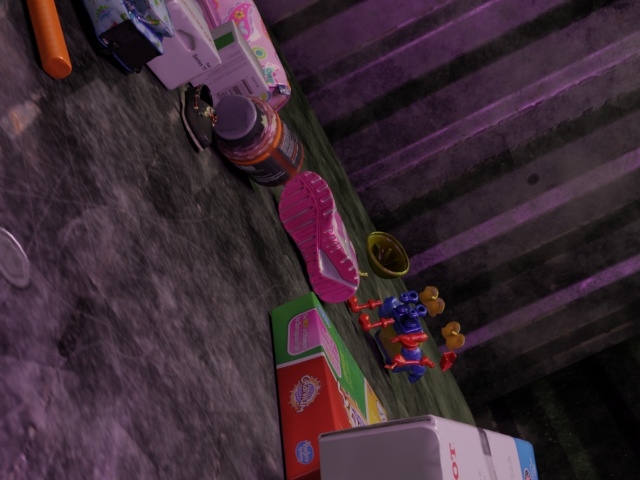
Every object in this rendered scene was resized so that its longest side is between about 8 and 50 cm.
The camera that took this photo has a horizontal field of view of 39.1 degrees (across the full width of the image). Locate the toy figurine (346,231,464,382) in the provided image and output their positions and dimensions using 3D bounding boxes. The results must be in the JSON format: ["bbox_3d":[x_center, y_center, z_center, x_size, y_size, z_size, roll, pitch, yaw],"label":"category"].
[{"bbox_3d":[0.138,0.184,1.923,0.217,0.191,0.362,100,-30,-46],"label":"toy figurine"}]

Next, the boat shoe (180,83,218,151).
[{"bbox_3d":[-0.166,-0.173,1.249,0.133,0.042,0.049,-105,169,-48],"label":"boat shoe"}]

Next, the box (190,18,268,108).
[{"bbox_3d":[-0.152,-0.269,1.416,0.102,0.101,0.087,58,10,-38],"label":"box"}]

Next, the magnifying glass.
[{"bbox_3d":[-0.273,-0.247,0.859,0.231,0.026,0.092,66,8,29],"label":"magnifying glass"}]

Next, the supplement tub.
[{"bbox_3d":[-0.099,-0.156,1.385,0.106,0.106,0.198,66,8,18],"label":"supplement tub"}]

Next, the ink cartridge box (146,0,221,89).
[{"bbox_3d":[-0.222,-0.327,1.197,0.208,0.087,0.153,68,8,30],"label":"ink cartridge box"}]

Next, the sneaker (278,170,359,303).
[{"bbox_3d":[0.000,0.000,1.603,0.111,0.103,0.252,51,21,-74],"label":"sneaker"}]

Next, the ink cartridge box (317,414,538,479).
[{"bbox_3d":[0.129,0.310,0.912,0.307,0.129,0.223,29,52,-56],"label":"ink cartridge box"}]

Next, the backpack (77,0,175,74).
[{"bbox_3d":[-0.221,-0.265,1.022,0.114,0.084,0.105,63,5,11],"label":"backpack"}]

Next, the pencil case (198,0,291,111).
[{"bbox_3d":[-0.152,-0.350,1.614,0.284,0.124,0.124,68,9,17],"label":"pencil case"}]

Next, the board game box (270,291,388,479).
[{"bbox_3d":[0.030,0.245,1.094,0.242,0.064,0.316,60,9,-29],"label":"board game box"}]
